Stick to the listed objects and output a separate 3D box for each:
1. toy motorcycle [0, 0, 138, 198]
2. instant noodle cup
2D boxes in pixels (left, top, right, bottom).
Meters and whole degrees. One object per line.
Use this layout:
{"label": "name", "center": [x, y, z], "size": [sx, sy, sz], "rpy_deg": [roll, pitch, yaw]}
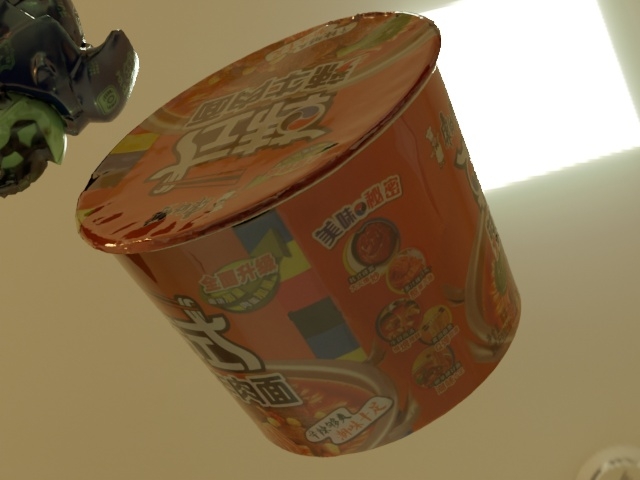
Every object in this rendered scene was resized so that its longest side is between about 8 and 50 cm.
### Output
{"label": "toy motorcycle", "center": [-0.283, -0.192, 1.197], "size": [0.196, 0.125, 0.331], "rpy_deg": [-22, -119, -4]}
{"label": "instant noodle cup", "center": [0.000, 0.000, 0.824], "size": [0.250, 0.192, 0.250], "rpy_deg": [-23, -153, 13]}
